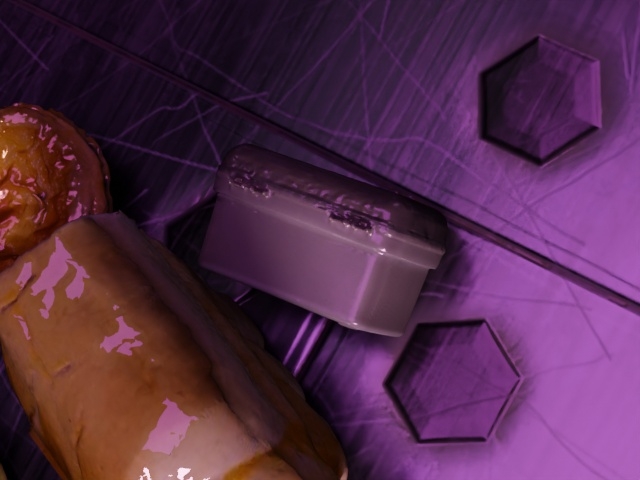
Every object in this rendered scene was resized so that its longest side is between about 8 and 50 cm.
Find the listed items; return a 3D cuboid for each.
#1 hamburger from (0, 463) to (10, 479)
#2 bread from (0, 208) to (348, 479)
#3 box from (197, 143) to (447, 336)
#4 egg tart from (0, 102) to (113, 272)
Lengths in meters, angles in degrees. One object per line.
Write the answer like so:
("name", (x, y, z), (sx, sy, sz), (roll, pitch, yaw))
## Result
("hamburger", (-0.405, 0.274, 1.634), (0.237, 0.149, 0.237), (-5, 67, 13))
("bread", (-0.129, 0.170, 1.488), (0.210, 0.300, 0.341), (-42, 71, 6))
("box", (0.000, 0.000, 1.568), (0.210, 0.148, 0.129), (21, 91, 25))
("egg tart", (-0.314, -0.025, 1.704), (0.241, 0.106, 0.241), (-4, 77, 16))
